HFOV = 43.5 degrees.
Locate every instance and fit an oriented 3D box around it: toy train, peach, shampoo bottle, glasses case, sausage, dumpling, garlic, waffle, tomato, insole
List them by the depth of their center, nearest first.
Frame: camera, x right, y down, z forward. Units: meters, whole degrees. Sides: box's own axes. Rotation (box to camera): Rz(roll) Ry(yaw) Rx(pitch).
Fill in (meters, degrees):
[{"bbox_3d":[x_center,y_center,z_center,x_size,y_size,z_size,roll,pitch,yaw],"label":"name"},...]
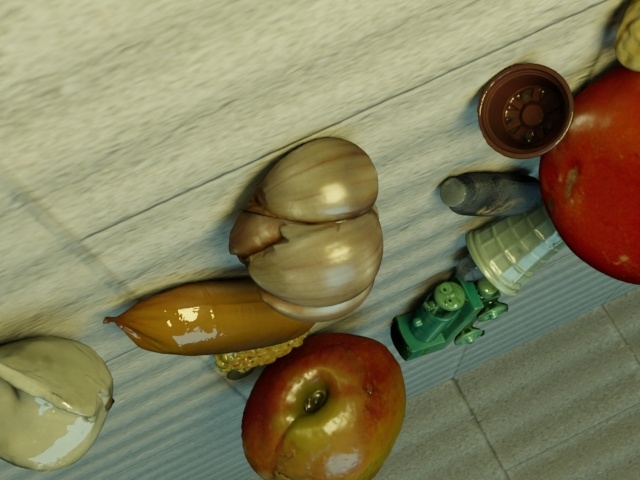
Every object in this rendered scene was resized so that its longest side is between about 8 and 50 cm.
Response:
[{"bbox_3d":[0.000,0.000,0.923,0.191,0.160,0.214,-26,164,-17],"label":"garlic"},{"bbox_3d":[-0.378,0.200,0.981,0.226,0.175,0.243,19,123,-23],"label":"dumpling"},{"bbox_3d":[0.474,-0.094,1.088,0.293,0.290,0.325,-10,148,-38],"label":"tomato"},{"bbox_3d":[-0.139,0.104,1.097,0.328,0.112,0.112,-1,148,-46],"label":"sausage"},{"bbox_3d":[0.263,-0.071,1.233,0.233,0.049,0.087,-1,145,-51],"label":"shampoo bottle"},{"bbox_3d":[-0.102,0.187,1.431,0.191,0.038,0.191,-25,159,-10],"label":"waffle"},{"bbox_3d":[0.389,-0.002,1.539,0.282,0.067,0.109,-32,157,9],"label":"glasses case"},{"bbox_3d":[-0.157,0.247,1.564,0.064,0.004,0.188,-25,160,-8],"label":"insole"},{"bbox_3d":[0.011,0.343,1.582,0.373,0.289,0.373,-59,166,-25],"label":"peach"},{"bbox_3d":[0.274,0.158,1.727,0.194,0.120,0.298,-15,158,-17],"label":"toy train"}]

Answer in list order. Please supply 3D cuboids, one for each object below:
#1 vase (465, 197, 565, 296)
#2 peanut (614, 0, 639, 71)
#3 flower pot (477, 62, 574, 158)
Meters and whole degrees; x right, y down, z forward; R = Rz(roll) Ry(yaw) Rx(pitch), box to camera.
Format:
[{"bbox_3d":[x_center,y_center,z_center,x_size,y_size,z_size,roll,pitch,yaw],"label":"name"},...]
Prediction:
[{"bbox_3d":[0.406,-0.044,1.366,0.299,0.143,0.143,-39,157,26],"label":"vase"},{"bbox_3d":[0.469,-0.278,0.871,0.305,0.147,0.147,-33,160,29],"label":"peanut"},{"bbox_3d":[0.249,-0.153,0.961,0.111,0.111,0.089,-34,174,20],"label":"flower pot"}]
